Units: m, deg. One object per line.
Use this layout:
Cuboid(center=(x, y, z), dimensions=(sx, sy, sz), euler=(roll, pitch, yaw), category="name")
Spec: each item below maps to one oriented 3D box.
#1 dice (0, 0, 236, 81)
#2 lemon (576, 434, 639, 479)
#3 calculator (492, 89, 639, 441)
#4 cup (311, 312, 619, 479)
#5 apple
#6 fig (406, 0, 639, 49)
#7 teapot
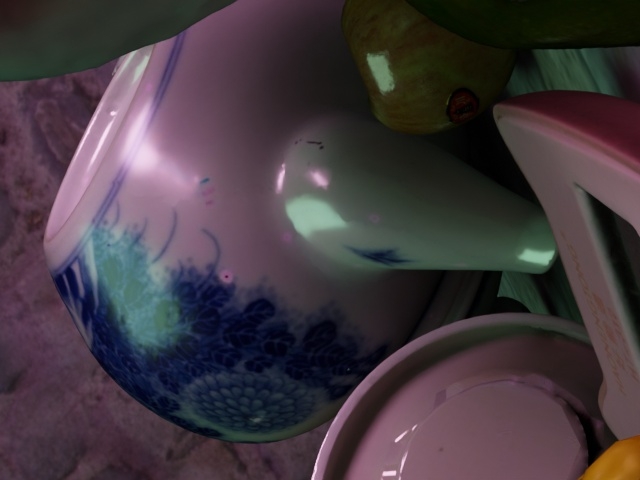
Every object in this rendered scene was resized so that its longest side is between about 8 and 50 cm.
Cuboid(center=(-0.127, -0.244, 0.695), dimensions=(0.264, 0.262, 0.268), euler=(60, 176, 42), category="dice")
Cuboid(center=(0.118, 0.189, 0.344), dimensions=(0.322, 0.268, 0.268), euler=(62, 176, 2), category="lemon")
Cuboid(center=(0.162, 0.071, 0.583), dimensions=(0.220, 0.048, 0.329), euler=(67, 172, -31), category="calculator")
Cuboid(center=(0.129, 0.170, 0.889), dimensions=(0.241, 0.185, 0.226), euler=(27, 165, 24), category="cup")
Cuboid(center=(0.049, -0.088, 0.810), dimensions=(0.084, 0.071, 0.084), euler=(-20, -90, -89), category="apple")
Cuboid(center=(0.070, -0.085, 0.398), dimensions=(0.177, 0.117, 0.117), euler=(41, 160, 51), category="fig")
Cuboid(center=(0.000, 0.000, 1.006), dimensions=(0.280, 0.252, 0.424), euler=(26, 166, -16), category="teapot")
